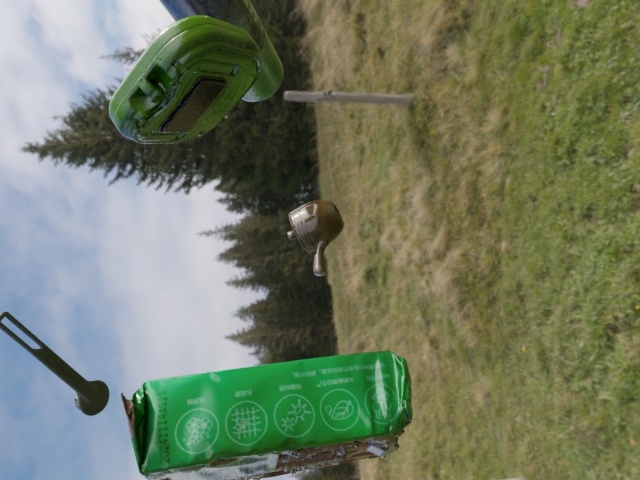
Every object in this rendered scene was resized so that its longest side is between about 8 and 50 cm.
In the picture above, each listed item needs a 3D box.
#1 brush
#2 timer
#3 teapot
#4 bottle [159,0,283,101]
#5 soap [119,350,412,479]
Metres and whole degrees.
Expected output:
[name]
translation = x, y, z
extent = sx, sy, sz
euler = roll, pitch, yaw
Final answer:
[brush]
translation = -0.446, 0.207, 0.829
extent = 0.266, 0.027, 0.062
euler = 65, -145, -36
[timer]
translation = -0.124, -0.145, 0.470
extent = 0.047, 0.140, 0.128
euler = 54, -153, 6
[teapot]
translation = 0.000, 0.000, 0.703
extent = 0.085, 0.080, 0.110
euler = 48, -162, -59
[bottle]
translation = -0.135, -0.288, 0.611
extent = 0.330, 0.093, 0.093
euler = 43, -140, -71
[soap]
translation = -0.048, 0.192, 0.514
extent = 0.218, 0.273, 0.098
euler = 107, 155, -59
